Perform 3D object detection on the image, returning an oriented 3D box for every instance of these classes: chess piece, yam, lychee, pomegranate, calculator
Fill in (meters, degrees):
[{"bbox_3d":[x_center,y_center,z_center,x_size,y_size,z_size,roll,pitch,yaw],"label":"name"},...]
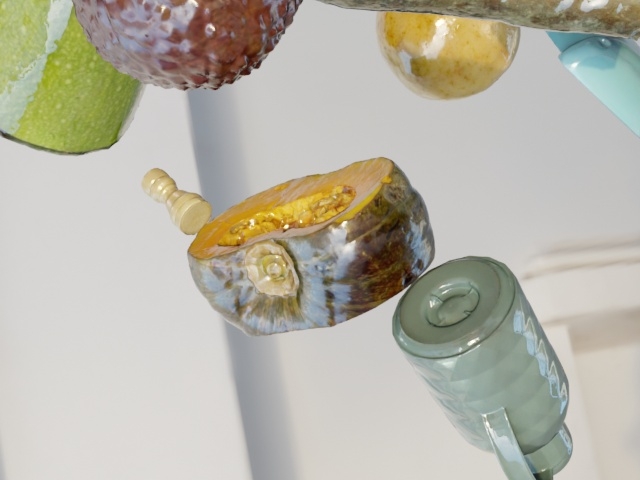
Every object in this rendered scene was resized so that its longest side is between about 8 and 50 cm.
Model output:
[{"bbox_3d":[-0.233,-0.065,2.033,0.066,0.122,0.066,-30,139,-29],"label":"chess piece"},{"bbox_3d":[0.091,-0.178,0.861,0.274,0.061,0.061,8,168,-2],"label":"yam"},{"bbox_3d":[-0.139,-0.277,1.322,0.261,0.260,0.260,-11,169,-2],"label":"lychee"},{"bbox_3d":[0.167,-0.266,1.650,0.196,0.196,0.196,-11,169,-2],"label":"pomegranate"},{"bbox_3d":[0.332,-0.116,1.227,0.054,0.256,0.386,-41,123,17],"label":"calculator"}]

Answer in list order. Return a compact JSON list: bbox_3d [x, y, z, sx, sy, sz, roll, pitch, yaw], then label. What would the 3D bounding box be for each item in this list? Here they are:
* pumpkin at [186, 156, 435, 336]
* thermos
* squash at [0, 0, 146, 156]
[{"bbox_3d":[0.000,0.000,1.513,0.317,0.139,0.222,-16,-160,45],"label":"pumpkin"},{"bbox_3d":[0.199,0.167,1.401,0.145,0.182,0.286,-21,127,18],"label":"thermos"},{"bbox_3d":[-0.317,-0.316,1.717,0.310,0.310,0.309,-2,155,-39],"label":"squash"}]
